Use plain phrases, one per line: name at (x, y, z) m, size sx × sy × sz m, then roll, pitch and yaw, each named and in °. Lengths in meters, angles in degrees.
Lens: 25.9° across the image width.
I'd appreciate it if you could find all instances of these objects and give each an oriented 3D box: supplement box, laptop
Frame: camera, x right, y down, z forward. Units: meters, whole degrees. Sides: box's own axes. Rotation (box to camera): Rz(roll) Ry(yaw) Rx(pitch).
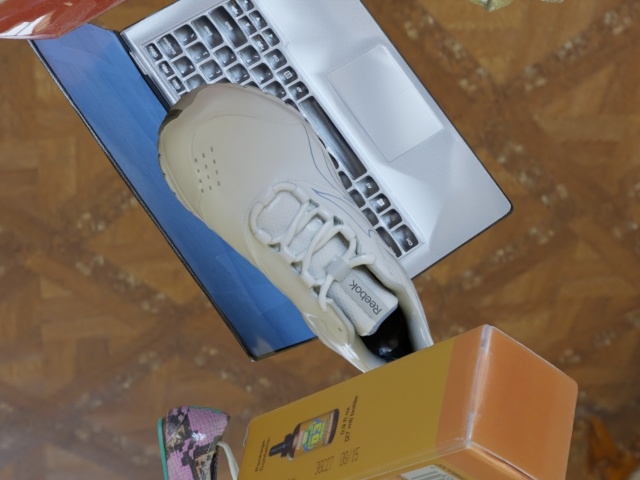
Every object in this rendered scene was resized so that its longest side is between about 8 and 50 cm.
supplement box at (0.040, 0.128, 0.824) m, size 0.080 × 0.078 × 0.233 m, roll 33°, pitch 143°, yaw -27°
laptop at (-0.034, -0.118, 1.326) m, size 0.408 × 0.382 × 0.236 m, roll -32°, pitch 172°, yaw -22°

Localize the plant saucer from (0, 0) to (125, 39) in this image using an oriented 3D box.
plant saucer at (-0.058, -0.221, 0.755) m, size 0.259 × 0.258 × 0.048 m, roll -19°, pitch 126°, yaw 36°

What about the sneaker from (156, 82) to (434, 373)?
sneaker at (0.000, 0.000, 1.006) m, size 0.111 × 0.129 × 0.297 m, roll -45°, pitch 122°, yaw 0°

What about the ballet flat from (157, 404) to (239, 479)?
ballet flat at (-0.100, 0.255, 1.222) m, size 0.079 × 0.222 × 0.077 m, roll -1°, pitch -178°, yaw 6°

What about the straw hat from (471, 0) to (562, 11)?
straw hat at (0.175, -0.263, 1.395) m, size 0.061 × 0.144 × 0.144 m, roll -52°, pitch 138°, yaw -6°
